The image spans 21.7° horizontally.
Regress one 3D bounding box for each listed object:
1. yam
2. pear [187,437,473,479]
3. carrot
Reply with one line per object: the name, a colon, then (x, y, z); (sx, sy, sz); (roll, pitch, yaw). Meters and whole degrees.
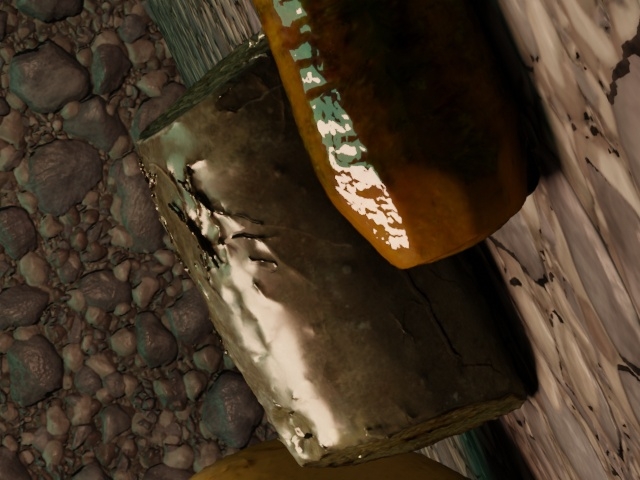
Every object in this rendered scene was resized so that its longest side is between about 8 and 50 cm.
yam: (0.000, 0.000, 0.866); (0.154, 0.154, 0.254); (133, 114, -85)
pear: (0.010, 0.293, 1.089); (0.348, 0.348, 0.348); (155, 90, -86)
carrot: (0.017, -0.076, 0.616); (0.173, 0.082, 0.082); (62, 176, -2)
